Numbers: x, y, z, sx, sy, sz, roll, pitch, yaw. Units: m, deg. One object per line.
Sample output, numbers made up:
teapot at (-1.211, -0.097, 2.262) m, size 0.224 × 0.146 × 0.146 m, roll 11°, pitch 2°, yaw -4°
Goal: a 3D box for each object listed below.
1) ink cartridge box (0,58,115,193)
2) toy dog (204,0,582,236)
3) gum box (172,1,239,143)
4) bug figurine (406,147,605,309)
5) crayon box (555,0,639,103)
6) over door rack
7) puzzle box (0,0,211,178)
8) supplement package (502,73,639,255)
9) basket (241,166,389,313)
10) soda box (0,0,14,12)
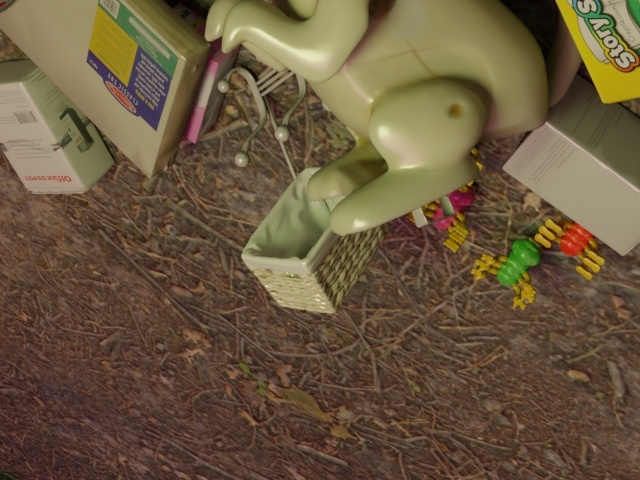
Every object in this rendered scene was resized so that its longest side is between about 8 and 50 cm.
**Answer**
ink cartridge box at (-0.466, -0.189, 1.837) m, size 0.158 × 0.092 × 0.218 m, roll 2°, pitch 129°, yaw 37°
toy dog at (0.066, -0.262, 1.157) m, size 0.395 × 0.284 × 0.408 m, roll -23°, pitch 105°, yaw 7°
gum box at (-0.193, -0.236, 1.591) m, size 0.107 × 0.062 × 0.188 m, roll 34°, pitch 142°, yaw 6°
bug figurine at (0.240, -0.041, 1.436) m, size 0.279 × 0.072 × 0.216 m, roll 39°, pitch 137°, yaw 6°
crayon box at (0.349, -0.326, 1.027) m, size 0.313 × 0.106 × 0.363 m, roll -6°, pitch 125°, yaw 44°
over door rack at (0.002, -0.120, 1.460) m, size 0.239 × 0.108 × 0.324 m, roll -25°, pitch 97°, yaw 53°
puzzle box at (-0.337, -0.309, 1.574) m, size 0.409 × 0.052 × 0.272 m, roll 45°, pitch 143°, yaw 11°
supplement package at (0.327, -0.089, 1.291) m, size 0.179 × 0.105 × 0.105 m, roll 37°, pitch 143°, yaw 3°
basket at (0.000, 0.000, 1.382) m, size 0.113 × 0.167 × 0.103 m, roll 6°, pitch 140°, yaw 39°
soda box at (-0.548, -0.446, 1.555) m, size 0.091 × 0.098 × 0.286 m, roll -23°, pitch 103°, yaw 50°
